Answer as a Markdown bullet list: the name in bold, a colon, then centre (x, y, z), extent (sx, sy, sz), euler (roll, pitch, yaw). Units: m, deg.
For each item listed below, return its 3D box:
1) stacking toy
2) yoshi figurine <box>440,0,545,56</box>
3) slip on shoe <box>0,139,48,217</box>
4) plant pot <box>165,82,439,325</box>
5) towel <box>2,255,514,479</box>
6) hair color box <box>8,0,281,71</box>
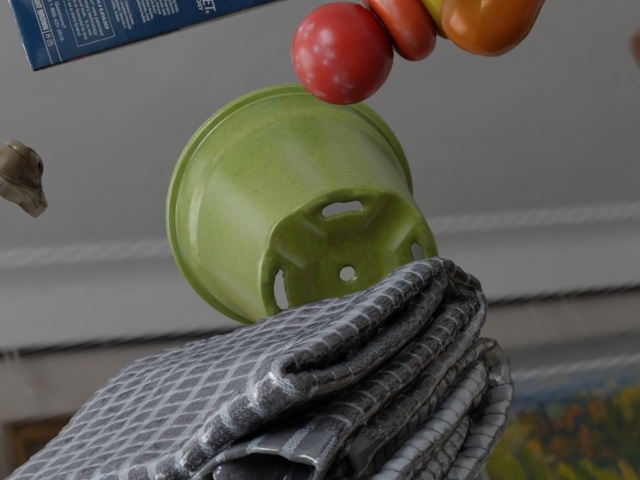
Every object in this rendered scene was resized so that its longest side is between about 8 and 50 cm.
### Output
- **stacking toy**: centre (0.116, -0.235, 1.480), extent (0.330, 0.141, 0.141), euler (-34, -30, -2)
- **yoshi figurine**: centre (-0.024, -0.231, 0.994), extent (0.203, 0.203, 0.362), euler (-12, -32, 40)
- **slip on shoe**: centre (-0.235, -0.052, 1.337), extent (0.041, 0.051, 0.135), euler (-48, -9, -2)
- **plant pot**: centre (0.000, 0.000, 1.721), extent (0.276, 0.254, 0.276), euler (-4, -73, -14)
- **towel**: centre (-0.039, 0.112, 0.955), extent (0.235, 0.121, 0.283), euler (-19, 7, 25)
- **hair color box**: centre (-0.157, -0.288, 1.900), extent (0.347, 0.105, 0.174), euler (-15, 9, 7)
